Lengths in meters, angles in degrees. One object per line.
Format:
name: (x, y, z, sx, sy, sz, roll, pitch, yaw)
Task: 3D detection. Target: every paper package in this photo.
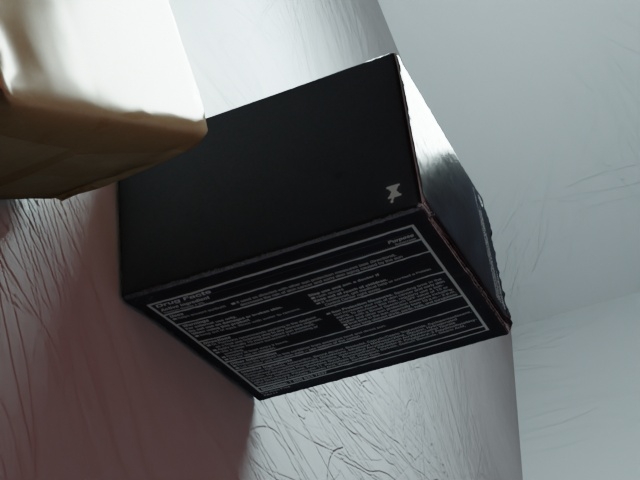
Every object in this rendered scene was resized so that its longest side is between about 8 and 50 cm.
paper package: (-0.243, -0.190, 0.811, 0.325, 0.168, 0.309, -8, 79, -73)

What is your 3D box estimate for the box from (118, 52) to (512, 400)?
box: (0.000, 0.000, 1.187, 0.294, 0.296, 0.182, 48, 29, -56)
